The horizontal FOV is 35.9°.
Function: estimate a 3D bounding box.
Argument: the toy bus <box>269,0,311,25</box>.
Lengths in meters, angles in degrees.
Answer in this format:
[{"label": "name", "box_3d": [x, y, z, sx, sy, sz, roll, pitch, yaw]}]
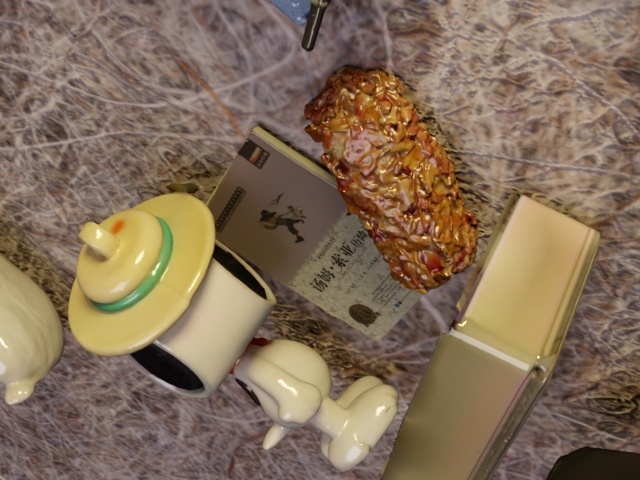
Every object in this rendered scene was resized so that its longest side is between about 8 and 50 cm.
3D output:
[{"label": "toy bus", "box_3d": [-0.058, -0.233, 0.534, 0.094, 0.079, 0.236, -32, 112, 25]}]

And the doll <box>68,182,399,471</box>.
[{"label": "doll", "box_3d": [-0.058, 0.074, 0.769, 0.271, 0.144, 0.208, 33, 172, 2]}]

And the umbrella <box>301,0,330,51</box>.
[{"label": "umbrella", "box_3d": [0.023, -0.223, 0.481, 0.044, 0.044, 0.269, 21, 115, -1]}]

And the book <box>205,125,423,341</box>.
[{"label": "book", "box_3d": [0.000, 0.000, 0.759, 0.181, 0.014, 0.127, 33, 137, -5]}]

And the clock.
[{"label": "clock", "box_3d": [0.115, 0.081, 0.682, 0.071, 0.147, 0.192, 25, 136, 10]}]

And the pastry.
[{"label": "pastry", "box_3d": [0.048, -0.035, 0.661, 0.087, 0.063, 0.169, -24, 113, 29]}]

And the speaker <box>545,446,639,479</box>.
[{"label": "speaker", "box_3d": [0.297, 0.278, 0.665, 0.388, 0.184, 0.180, 26, 165, -14]}]

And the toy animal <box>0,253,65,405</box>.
[{"label": "toy animal", "box_3d": [-0.346, 0.028, 0.871, 0.140, 0.138, 0.282, -12, 122, 40]}]
